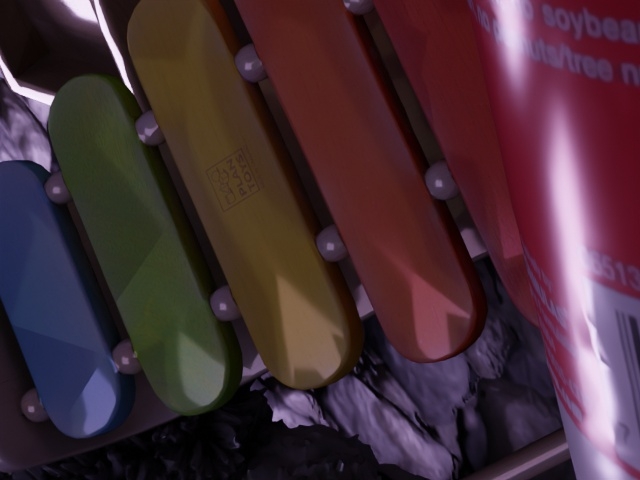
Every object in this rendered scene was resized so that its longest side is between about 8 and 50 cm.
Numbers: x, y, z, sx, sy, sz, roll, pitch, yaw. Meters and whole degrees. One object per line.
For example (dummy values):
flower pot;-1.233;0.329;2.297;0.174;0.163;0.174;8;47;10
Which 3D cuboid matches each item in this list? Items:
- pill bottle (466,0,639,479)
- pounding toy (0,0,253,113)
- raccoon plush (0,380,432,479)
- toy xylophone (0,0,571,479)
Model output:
pill bottle;0.133;-0.121;0.404;0.229;0.229;0.408;13;127;45
pounding toy;-0.084;-0.133;0.790;0.130;0.100;0.141;21;143;41
raccoon plush;-0.147;0.173;0.827;0.216;0.446;0.299;83;160;-58
toy xylophone;0.000;0.000;0.685;0.322;0.081;0.236;-38;73;28
